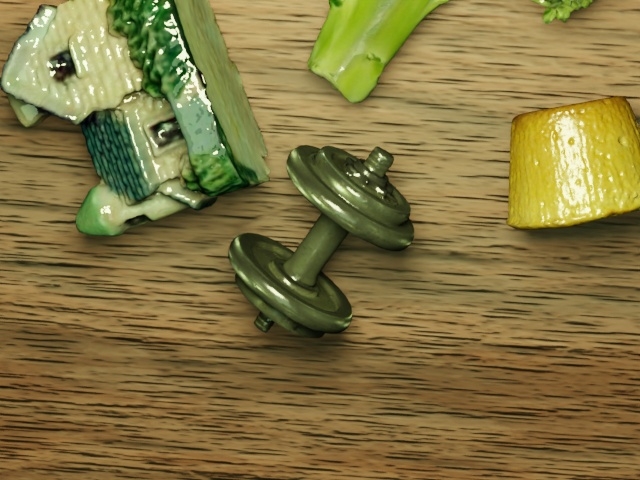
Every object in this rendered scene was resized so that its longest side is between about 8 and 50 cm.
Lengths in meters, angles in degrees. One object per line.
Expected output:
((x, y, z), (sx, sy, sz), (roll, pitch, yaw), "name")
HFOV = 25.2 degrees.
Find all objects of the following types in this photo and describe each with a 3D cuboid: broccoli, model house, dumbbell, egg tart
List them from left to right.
((-0.241, -0.163, 1.780), (0.284, 0.243, 0.298), (-19, 94, 14), "model house")
((0.000, 0.000, 1.836), (0.192, 0.192, 0.290), (34, 107, -7), "dumbbell")
((0.100, -0.384, 1.725), (0.397, 0.275, 0.353), (-21, 87, 31), "broccoli")
((0.319, -0.098, 1.796), (0.203, 0.202, 0.147), (-11, 93, 7), "egg tart")
